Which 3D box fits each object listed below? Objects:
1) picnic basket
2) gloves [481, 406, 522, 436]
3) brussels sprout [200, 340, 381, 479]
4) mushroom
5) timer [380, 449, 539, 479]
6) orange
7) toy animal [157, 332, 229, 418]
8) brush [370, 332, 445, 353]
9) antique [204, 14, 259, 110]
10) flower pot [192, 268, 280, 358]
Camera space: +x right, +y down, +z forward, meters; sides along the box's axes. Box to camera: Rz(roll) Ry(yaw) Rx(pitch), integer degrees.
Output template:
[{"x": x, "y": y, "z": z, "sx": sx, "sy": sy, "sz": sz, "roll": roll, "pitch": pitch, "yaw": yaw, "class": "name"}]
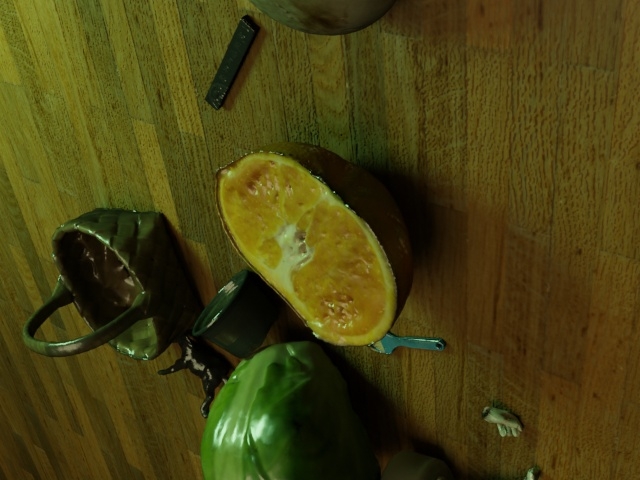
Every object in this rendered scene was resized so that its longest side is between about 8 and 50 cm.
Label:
[{"x": -0.445, "y": 0.124, "z": 1.684, "sx": 0.293, "sy": 0.337, "sz": 0.337, "roll": 4, "pitch": 124, "yaw": 39, "class": "picnic basket"}, {"x": 0.291, "y": 0.289, "z": 1.365, "sx": 0.081, "sy": 0.037, "sz": 0.044, "roll": 39, "pitch": 168, "yaw": -6, "class": "gloves"}, {"x": -0.054, "y": 0.370, "z": 1.513, "sx": 0.276, "sy": 0.314, "sz": 0.371, "roll": -36, "pitch": 66, "yaw": 44, "class": "brussels sprout"}, {"x": -0.004, "y": -0.347, "z": 1.004, "sx": 0.226, "sy": 0.178, "sz": 0.226, "roll": 27, "pitch": 167, "yaw": 7, "class": "mushroom"}, {"x": 0.253, "y": 0.464, "z": 1.465, "sx": 0.266, "sy": 0.175, "sz": 0.175, "roll": -5, "pitch": 119, "yaw": 36, "class": "timer"}, {"x": 0.001, "y": 0.002, "z": 1.228, "sx": 0.274, "sy": 0.274, "sz": 0.310, "roll": 109, "pitch": 146, "yaw": -48, "class": "orange"}, {"x": -0.269, "y": 0.275, "z": 1.836, "sx": 0.232, "sy": 0.084, "sz": 0.148, "roll": 39, "pitch": 140, "yaw": 15, "class": "toy animal"}, {"x": 0.142, "y": 0.172, "z": 1.424, "sx": 0.164, "sy": 0.014, "sz": 0.051, "roll": -3, "pitch": 121, "yaw": 43, "class": "brush"}, {"x": -0.139, "y": -0.271, "z": 1.306, "sx": 0.031, "sy": 0.015, "sz": 0.192, "roll": 43, "pitch": 141, "yaw": 5, "class": "antique"}, {"x": -0.151, "y": 0.147, "z": 1.573, "sx": 0.107, "sy": 0.157, "sz": 0.157, "roll": 43, "pitch": 142, "yaw": -11, "class": "flower pot"}]
